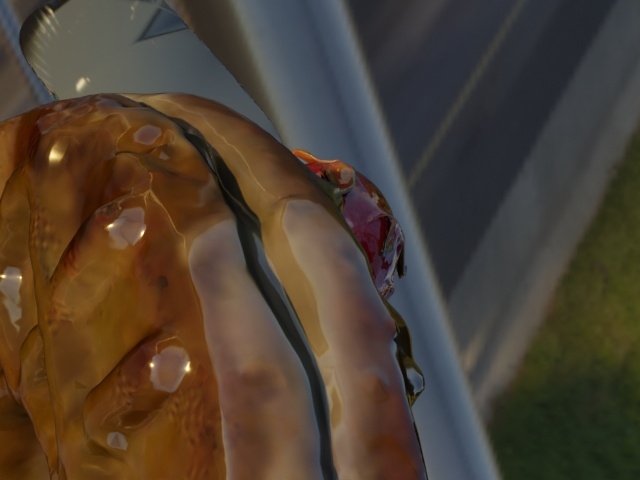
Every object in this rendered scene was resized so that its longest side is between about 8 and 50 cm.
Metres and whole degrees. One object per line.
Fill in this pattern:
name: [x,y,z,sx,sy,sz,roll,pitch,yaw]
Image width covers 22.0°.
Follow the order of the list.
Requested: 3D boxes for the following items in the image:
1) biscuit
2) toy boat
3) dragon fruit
biscuit: [-0.065,0.111,0.561,0.103,0.332,0.332,0,97,-28]
toy boat: [-0.136,-0.103,1.465,0.134,0.299,0.092,-38,167,-7]
dragon fruit: [0.000,0.000,1.214,0.133,0.166,0.136,-6,115,-14]
